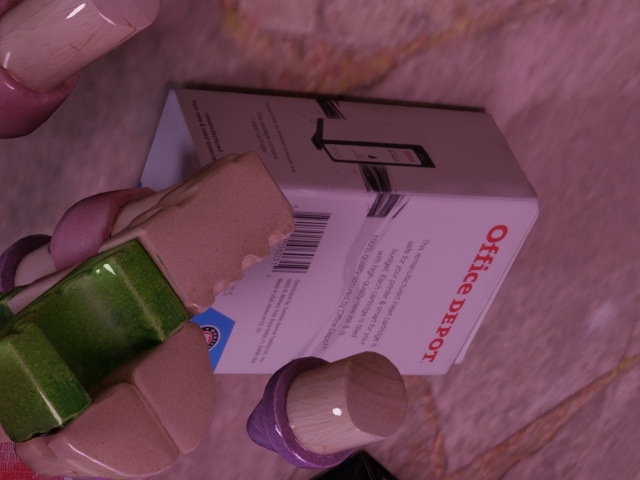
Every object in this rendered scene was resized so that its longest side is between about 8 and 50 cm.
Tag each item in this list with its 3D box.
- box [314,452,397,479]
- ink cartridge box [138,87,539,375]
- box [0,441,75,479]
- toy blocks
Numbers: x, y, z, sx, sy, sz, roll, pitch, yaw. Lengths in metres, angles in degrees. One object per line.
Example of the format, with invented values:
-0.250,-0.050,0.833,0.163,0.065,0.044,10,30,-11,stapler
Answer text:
0.025,0.259,1.153,0.147,0.078,0.180,-34,136,12,box
0.000,0.000,0.874,0.203,0.086,0.148,2,133,-25,ink cartridge box
-0.271,0.174,0.881,0.256,0.123,0.128,6,166,-27,box
-0.163,0.080,0.704,0.260,0.288,0.309,-22,105,46,toy blocks
